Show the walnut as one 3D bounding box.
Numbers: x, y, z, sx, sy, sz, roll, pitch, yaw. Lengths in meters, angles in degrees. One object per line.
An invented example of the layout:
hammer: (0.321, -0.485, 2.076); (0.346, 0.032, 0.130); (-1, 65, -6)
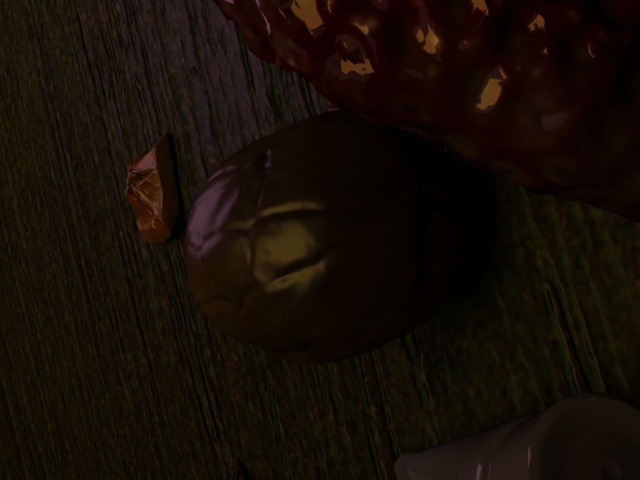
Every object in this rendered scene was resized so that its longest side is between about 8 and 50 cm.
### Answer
walnut: (0.000, 0.000, 0.767); (0.207, 0.167, 0.167); (-20, 80, 47)

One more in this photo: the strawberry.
strawberry: (0.096, -0.150, 0.507); (0.351, 0.312, 0.267); (52, 161, 11)

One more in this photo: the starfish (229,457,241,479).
starfish: (-0.062, 0.241, 1.028); (0.130, 0.041, 0.133); (44, 131, 44)

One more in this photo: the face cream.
face cream: (0.116, 0.174, 0.722); (0.154, 0.096, 0.274); (65, 156, 18)

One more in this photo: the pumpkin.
pumpkin: (-0.164, -0.047, 1.122); (0.073, 0.035, 0.101); (-14, 83, 54)
